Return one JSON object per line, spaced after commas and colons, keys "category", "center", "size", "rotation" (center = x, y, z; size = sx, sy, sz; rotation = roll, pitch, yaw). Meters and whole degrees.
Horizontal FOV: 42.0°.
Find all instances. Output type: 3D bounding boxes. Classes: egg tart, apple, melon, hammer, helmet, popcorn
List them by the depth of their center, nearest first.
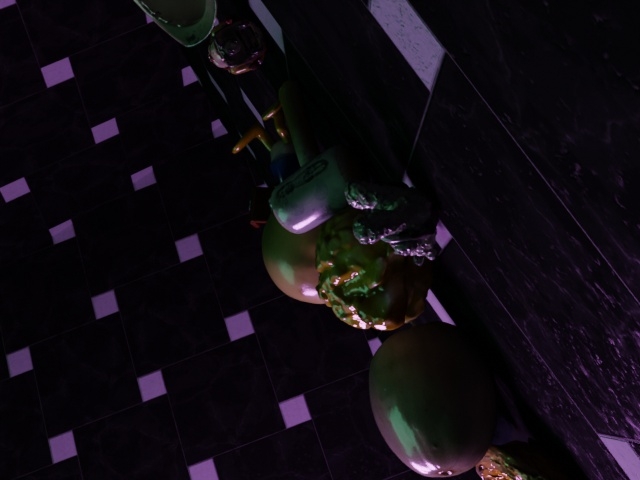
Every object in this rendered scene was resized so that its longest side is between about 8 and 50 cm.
{"category": "popcorn", "center": [0.102, 0.045, 1.495], "size": [0.251, 0.206, 0.237], "rotation": [138, 115, -68]}
{"category": "hammer", "center": [-0.029, -0.179, 1.601], "size": [0.113, 0.202, 0.305], "rotation": [19, -134, -53]}
{"category": "melon", "center": [0.222, 0.304, 1.639], "size": [0.272, 0.272, 0.308], "rotation": [162, 105, -85]}
{"category": "egg tart", "center": [0.430, 0.479, 1.641], "size": [0.291, 0.107, 0.291], "rotation": [39, 162, 15]}
{"category": "helmet", "center": [-0.267, -0.525, 1.645], "size": [0.257, 0.137, 0.204], "rotation": [48, 137, -2]}
{"category": "apple", "center": [0.000, 0.000, 1.751], "size": [0.262, 0.262, 0.262], "rotation": [55, 175, 7]}

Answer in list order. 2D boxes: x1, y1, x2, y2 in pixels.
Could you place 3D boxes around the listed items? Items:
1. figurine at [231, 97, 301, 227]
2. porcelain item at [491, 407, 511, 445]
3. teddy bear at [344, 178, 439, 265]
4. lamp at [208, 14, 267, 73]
{"category": "figurine", "center": [-0.049, -0.121, 1.914], "size": [0.338, 0.283, 0.204], "rotation": [39, 139, -14]}
{"category": "porcelain item", "center": [0.329, 0.431, 1.831], "size": [0.259, 0.141, 0.141], "rotation": [1, -133, -54]}
{"category": "teddy bear", "center": [0.133, -0.036, 1.278], "size": [0.213, 0.111, 0.133], "rotation": [25, -137, -48]}
{"category": "lamp", "center": [-0.182, -0.406, 1.740], "size": [0.118, 0.118, 0.253], "rotation": [57, 174, -17]}
